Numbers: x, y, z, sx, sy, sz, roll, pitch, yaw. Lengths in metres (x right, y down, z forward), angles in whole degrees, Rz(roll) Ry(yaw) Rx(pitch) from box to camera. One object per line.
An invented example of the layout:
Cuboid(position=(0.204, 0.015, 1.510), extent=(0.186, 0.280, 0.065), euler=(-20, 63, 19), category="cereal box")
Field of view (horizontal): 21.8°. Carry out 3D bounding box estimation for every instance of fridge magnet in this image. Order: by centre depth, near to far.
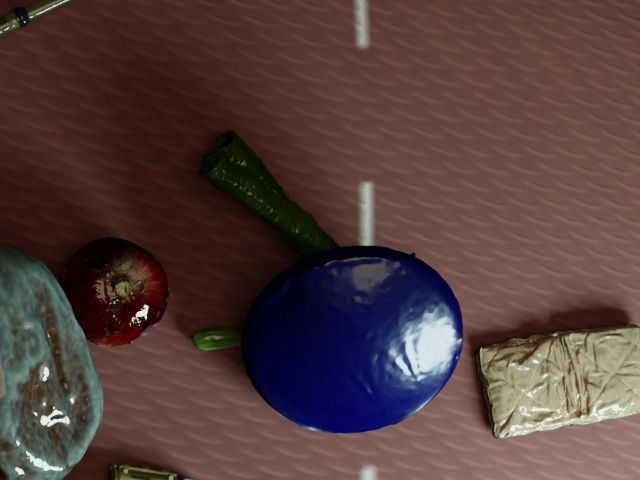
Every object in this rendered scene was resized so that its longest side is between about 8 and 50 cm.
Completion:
Cuboid(position=(0.037, 0.115, 1.976), extent=(0.266, 0.112, 0.265), euler=(-4, 122, -6), category="fridge magnet")

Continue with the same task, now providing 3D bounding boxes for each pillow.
Cuboid(position=(0.317, 0.178, 2.138), extent=(0.233, 0.043, 0.126), euler=(-7, 88, -15), category="pillow")

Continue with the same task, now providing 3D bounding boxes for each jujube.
Cuboid(position=(-0.369, 0.156, 1.829), extent=(0.246, 0.215, 0.308), euler=(-24, 105, -56), category="jujube")

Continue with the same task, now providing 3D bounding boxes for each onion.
Cuboid(position=(-0.240, 0.060, 1.922), extent=(0.131, 0.131, 0.131), euler=(0, 91, -17), category="onion")

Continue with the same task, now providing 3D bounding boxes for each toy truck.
Cuboid(position=(-0.192, 0.301, 1.973), extent=(0.123, 0.052, 0.062), euler=(10, 82, -16), category="toy truck")

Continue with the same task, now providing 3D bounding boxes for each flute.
Cuboid(position=(-0.313, -0.278, 1.943), extent=(0.233, 0.027, 0.027), euler=(-28, 99, -15), category="flute")

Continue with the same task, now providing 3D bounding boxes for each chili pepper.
Cuboid(position=(0.000, 0.000, 2.021), extent=(0.359, 0.076, 0.085), euler=(39, 43, -20), category="chili pepper")

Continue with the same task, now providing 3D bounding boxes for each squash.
Cuboid(position=(-0.111, 0.118, 2.011), extent=(0.089, 0.027, 0.027), euler=(-4, 92, -19), category="squash")
